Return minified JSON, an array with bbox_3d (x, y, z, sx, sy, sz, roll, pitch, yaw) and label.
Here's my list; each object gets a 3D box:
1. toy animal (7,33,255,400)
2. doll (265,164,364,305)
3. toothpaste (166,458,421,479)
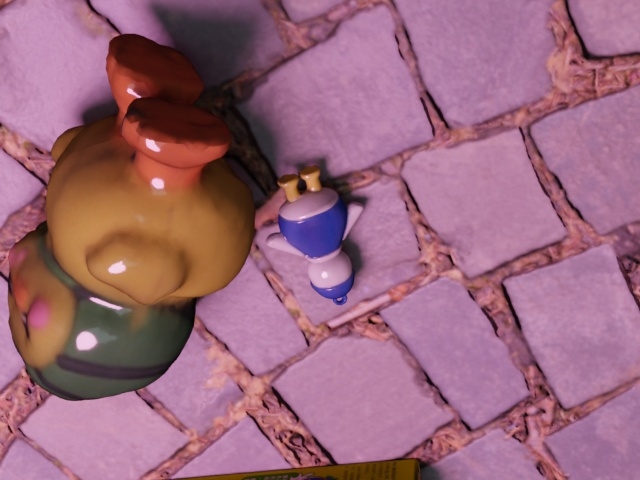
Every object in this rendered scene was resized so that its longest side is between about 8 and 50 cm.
[{"bbox_3d":[-0.164,0.000,1.607,0.191,0.216,0.338,9,123,-29],"label":"toy animal"},{"bbox_3d":[0.000,0.000,1.665,0.099,0.057,0.143,-23,115,-7],"label":"doll"},{"bbox_3d":[-0.052,0.299,1.803,0.327,0.077,0.110,-6,113,8],"label":"toothpaste"}]
